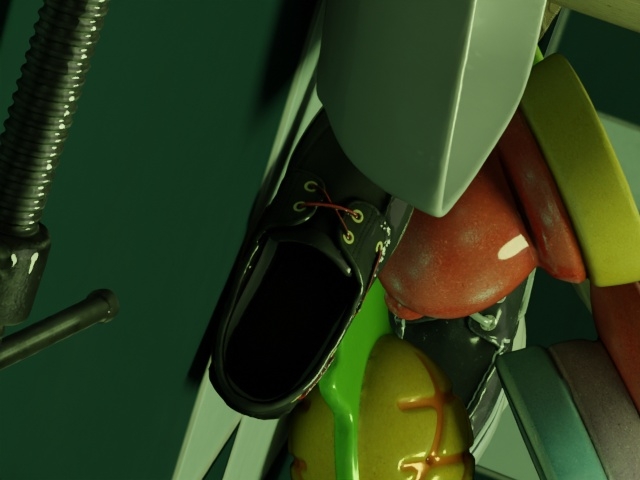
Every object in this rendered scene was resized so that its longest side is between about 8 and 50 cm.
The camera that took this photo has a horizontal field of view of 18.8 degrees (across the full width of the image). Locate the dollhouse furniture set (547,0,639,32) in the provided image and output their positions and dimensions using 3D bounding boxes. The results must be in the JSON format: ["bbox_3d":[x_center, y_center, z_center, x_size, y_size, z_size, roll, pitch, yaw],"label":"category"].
[{"bbox_3d":[0.115,-0.176,0.720,0.144,0.123,0.151,69,42,-81],"label":"dollhouse furniture set"}]

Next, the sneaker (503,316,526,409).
[{"bbox_3d":[0.080,0.131,1.455,0.152,0.114,0.305,85,27,-78],"label":"sneaker"}]

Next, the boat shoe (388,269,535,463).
[{"bbox_3d":[0.101,0.029,1.350,0.102,0.108,0.301,86,23,-76],"label":"boat shoe"}]

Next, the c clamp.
[{"bbox_3d":[-0.047,-0.034,0.301,0.137,0.022,0.160,-44,157,-63],"label":"c clamp"}]

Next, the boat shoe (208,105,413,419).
[{"bbox_3d":[0.002,0.001,0.673,0.133,0.049,0.042,-64,-179,-5],"label":"boat shoe"}]

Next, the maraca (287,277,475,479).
[{"bbox_3d":[0.029,0.099,1.042,0.127,0.099,0.185,-69,150,-54],"label":"maraca"}]

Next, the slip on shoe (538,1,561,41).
[{"bbox_3d":[0.133,-0.159,1.301,0.041,0.051,0.135,-54,175,-20],"label":"slip on shoe"}]

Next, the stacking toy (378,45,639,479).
[{"bbox_3d":[0.103,0.020,1.073,0.279,0.130,0.309,-109,175,-59],"label":"stacking toy"}]

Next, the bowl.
[{"bbox_3d":[0.041,-0.092,0.621,0.142,0.053,0.142,-51,152,-59],"label":"bowl"}]
